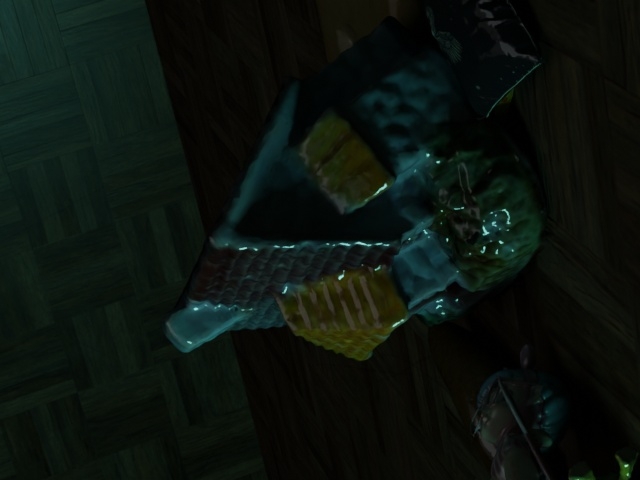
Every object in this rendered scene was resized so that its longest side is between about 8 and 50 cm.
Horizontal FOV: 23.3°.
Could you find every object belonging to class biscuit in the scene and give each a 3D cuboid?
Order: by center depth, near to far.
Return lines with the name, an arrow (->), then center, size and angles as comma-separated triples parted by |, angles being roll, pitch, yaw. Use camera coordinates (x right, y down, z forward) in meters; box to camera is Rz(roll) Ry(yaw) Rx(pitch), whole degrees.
biscuit -> 0.057, -0.260, 1.720 | 0.237, 0.062, 0.291 | 40, 149, 51

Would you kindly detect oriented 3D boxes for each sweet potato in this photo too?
sweet potato -> 0.210, 0.211, 1.792 | 0.346, 0.079, 0.108 | 63, -172, 24

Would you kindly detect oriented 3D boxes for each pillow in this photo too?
pillow -> 0.139, -0.230, 1.471 | 0.208, 0.055, 0.141 | 68, 159, 12

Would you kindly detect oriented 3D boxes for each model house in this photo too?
model house -> 0.000, 0.000, 1.619 | 0.297, 0.339, 0.360 | 57, 160, 8

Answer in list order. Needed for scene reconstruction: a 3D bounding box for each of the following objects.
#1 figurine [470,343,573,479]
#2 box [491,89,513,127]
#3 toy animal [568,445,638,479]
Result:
figurine -> 0.205, 0.244, 1.591 | 0.260, 0.103, 0.205 | -84, 7, -55
box -> 0.162, -0.140, 1.589 | 0.155, 0.023, 0.087 | 94, 158, -59
toy animal -> 0.312, 0.285, 1.494 | 0.181, 0.073, 0.136 | 50, 166, 29
